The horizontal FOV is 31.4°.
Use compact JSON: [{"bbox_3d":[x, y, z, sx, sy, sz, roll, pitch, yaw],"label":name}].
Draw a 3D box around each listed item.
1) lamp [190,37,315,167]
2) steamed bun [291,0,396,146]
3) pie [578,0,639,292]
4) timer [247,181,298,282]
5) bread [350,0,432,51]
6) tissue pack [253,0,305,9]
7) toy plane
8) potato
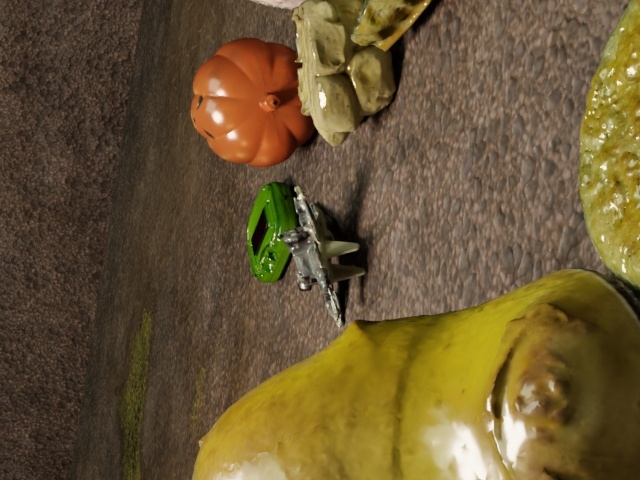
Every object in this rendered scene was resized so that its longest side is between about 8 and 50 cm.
[{"bbox_3d":[-0.091,-0.197,1.630,0.164,0.187,0.188,-166,83,-70],"label":"lamp"},{"bbox_3d":[0.030,-0.214,1.422,0.177,0.106,0.192,154,108,-83],"label":"steamed bun"},{"bbox_3d":[0.269,-0.086,0.771,0.277,0.078,0.277,-168,90,-70],"label":"pie"},{"bbox_3d":[-0.076,-0.013,1.729,0.140,0.047,0.128,115,152,-42],"label":"timer"},{"bbox_3d":[0.103,-0.305,1.257,0.128,0.088,0.232,-60,1,-37],"label":"bread"},{"bbox_3d":[-0.018,-0.457,1.591,0.201,0.124,0.271,-140,59,-68],"label":"tissue pack"},{"bbox_3d":[-0.011,0.003,1.492,0.262,0.088,0.192,-125,17,-67],"label":"toy plane"},{"bbox_3d":[0.058,0.195,0.888,0.397,0.295,0.290,143,119,-72],"label":"potato"}]
